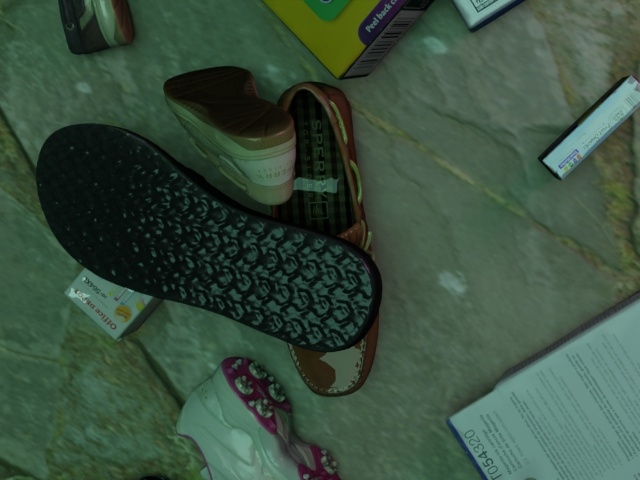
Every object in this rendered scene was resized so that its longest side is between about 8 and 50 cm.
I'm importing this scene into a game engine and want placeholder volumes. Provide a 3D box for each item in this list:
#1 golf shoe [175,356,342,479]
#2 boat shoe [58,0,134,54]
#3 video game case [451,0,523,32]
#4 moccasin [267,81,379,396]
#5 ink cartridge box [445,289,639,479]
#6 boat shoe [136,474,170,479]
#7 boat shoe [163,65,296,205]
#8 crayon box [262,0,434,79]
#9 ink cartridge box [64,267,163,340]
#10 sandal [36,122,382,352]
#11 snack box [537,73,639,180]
[{"bbox_3d":[-0.062,0.297,1.547,0.140,0.115,0.306,-37,81,20],"label":"golf shoe"},{"bbox_3d":[-0.318,-0.368,1.535,0.092,0.103,0.285,-19,97,5],"label":"boat shoe"},{"bbox_3d":[0.229,-0.422,1.466,0.269,0.061,0.244,-31,88,10],"label":"video game case"},{"bbox_3d":[0.003,0.000,1.487,0.139,0.147,0.380,2,94,9],"label":"moccasin"},{"bbox_3d":[0.374,0.258,1.490,0.330,0.071,0.324,-33,89,13],"label":"ink cartridge box"},{"bbox_3d":[-0.251,0.336,1.595,0.183,0.065,0.083,16,94,1],"label":"boat shoe"},{"bbox_3d":[-0.106,-0.128,1.447,0.109,0.302,0.098,-18,119,-18],"label":"boat shoe"},{"bbox_3d":[0.045,-0.423,1.416,0.313,0.106,0.363,48,115,10],"label":"crayon box"},{"bbox_3d":[-0.243,0.053,1.557,0.092,0.090,0.143,42,98,4],"label":"ink cartridge box"},{"bbox_3d":[-0.136,0.005,1.443,0.445,0.107,0.168,27,96,13],"label":"sandal"},{"bbox_3d":[0.319,-0.132,1.453,0.141,0.100,0.037,-44,88,8],"label":"snack box"}]
